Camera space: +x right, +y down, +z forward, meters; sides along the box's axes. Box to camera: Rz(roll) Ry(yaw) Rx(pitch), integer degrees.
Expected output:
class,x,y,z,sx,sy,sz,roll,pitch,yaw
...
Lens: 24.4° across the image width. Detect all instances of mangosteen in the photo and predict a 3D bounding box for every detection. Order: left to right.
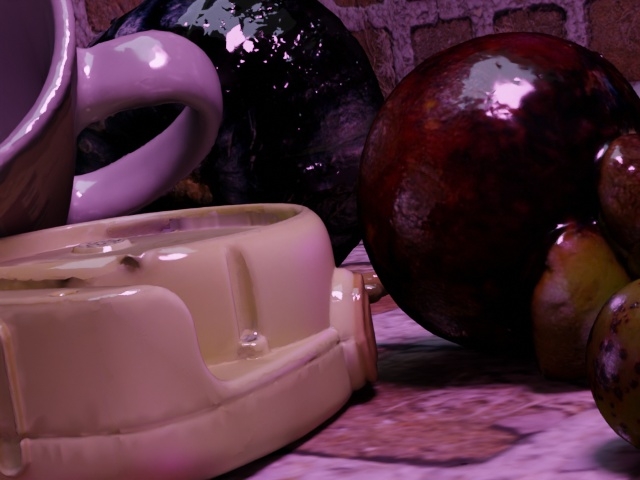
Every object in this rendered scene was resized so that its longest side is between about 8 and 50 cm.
class,x,y,z,sx,sy,sz,roll,pitch,yaw
mangosteen,0.103,-0.016,0.717,0.173,0.172,0.184,-10,32,-16

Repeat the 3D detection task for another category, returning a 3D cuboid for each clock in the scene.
class,x,y,z,sx,sy,sz,roll,pitch,yaw
clock,-0.090,0.041,0.717,0.235,0.096,0.308,-5,6,31

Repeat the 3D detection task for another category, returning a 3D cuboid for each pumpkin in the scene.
class,x,y,z,sx,sy,sz,roll,pitch,yaw
pumpkin,-0.062,-0.064,0.997,0.233,0.233,0.163,-5,18,24

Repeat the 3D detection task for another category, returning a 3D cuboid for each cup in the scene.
class,x,y,z,sx,sy,sz,roll,pitch,yaw
cup,-0.207,-0.048,0.874,0.301,0.227,0.257,-8,-28,-7

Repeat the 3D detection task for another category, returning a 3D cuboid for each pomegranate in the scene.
class,x,y,z,sx,sy,sz,roll,pitch,yaw
pomegranate,0.130,0.036,0.540,0.073,0.084,0.073,-6,-3,0

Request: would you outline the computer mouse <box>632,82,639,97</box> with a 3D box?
class,x,y,z,sx,sy,sz,roll,pitch,yaw
computer mouse,0.363,-0.124,1.539,0.160,0.097,0.288,-8,7,18
